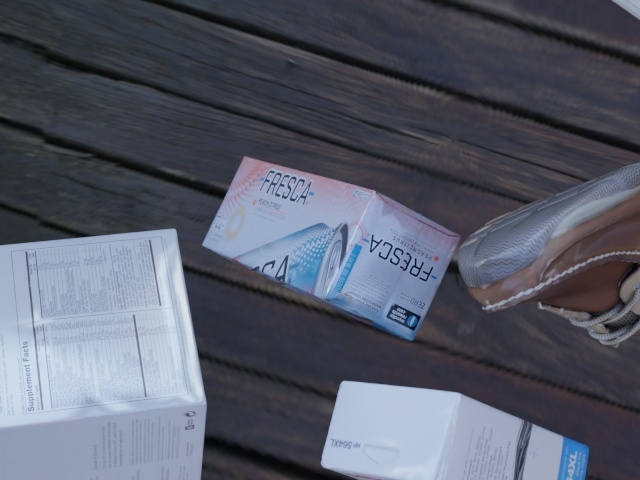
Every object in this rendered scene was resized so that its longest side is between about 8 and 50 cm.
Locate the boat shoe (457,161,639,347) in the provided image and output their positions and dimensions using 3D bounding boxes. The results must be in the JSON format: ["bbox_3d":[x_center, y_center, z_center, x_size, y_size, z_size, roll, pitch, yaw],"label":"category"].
[{"bbox_3d":[0.214,0.012,1.038,0.123,0.324,0.116,-23,86,40],"label":"boat shoe"}]

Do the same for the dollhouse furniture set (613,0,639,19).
[{"bbox_3d":[0.379,-0.239,1.202,0.174,0.355,0.303,40,121,18],"label":"dollhouse furniture set"}]

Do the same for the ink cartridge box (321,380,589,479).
[{"bbox_3d":[0.125,0.197,1.351,0.148,0.203,0.086,0,70,45],"label":"ink cartridge box"}]

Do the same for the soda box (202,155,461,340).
[{"bbox_3d":[0.000,0.000,0.809,0.058,0.183,0.063,26,87,-25],"label":"soda box"}]

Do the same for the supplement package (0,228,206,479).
[{"bbox_3d":[-0.253,0.133,1.376,0.263,0.199,0.198,-6,54,-12],"label":"supplement package"}]
